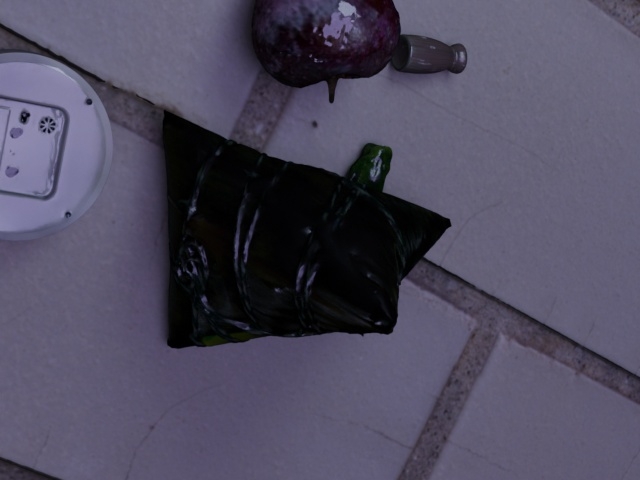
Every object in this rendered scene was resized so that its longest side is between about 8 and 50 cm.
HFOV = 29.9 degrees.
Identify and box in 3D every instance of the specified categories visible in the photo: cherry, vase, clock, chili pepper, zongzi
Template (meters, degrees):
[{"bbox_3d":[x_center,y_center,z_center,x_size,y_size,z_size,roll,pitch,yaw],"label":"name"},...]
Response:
[{"bbox_3d":[0.002,-0.286,1.541,0.195,0.195,0.195,-5,102,-23],"label":"cherry"},{"bbox_3d":[0.154,-0.258,1.679,0.101,0.053,0.053,0,100,-28],"label":"vase"},{"bbox_3d":[-0.372,-0.117,1.461,0.230,0.083,0.230,-4,100,-22],"label":"clock"},{"bbox_3d":[0.073,-0.045,1.688,0.073,0.050,0.182,-14,108,-28],"label":"chili pepper"},{"bbox_3d":[0.000,0.000,1.581,0.362,0.384,0.319,-28,126,-57],"label":"zongzi"}]
